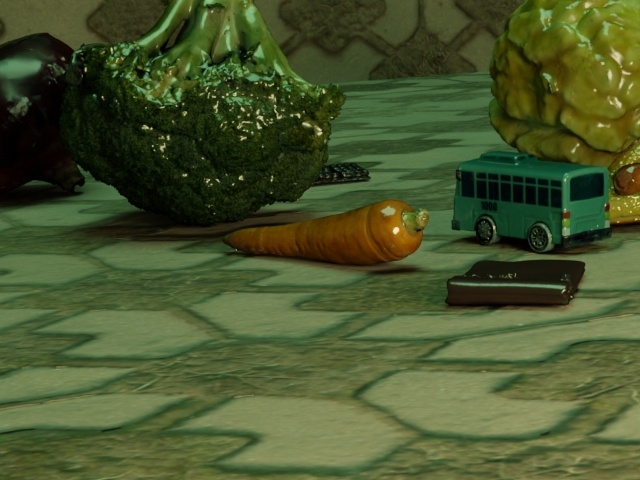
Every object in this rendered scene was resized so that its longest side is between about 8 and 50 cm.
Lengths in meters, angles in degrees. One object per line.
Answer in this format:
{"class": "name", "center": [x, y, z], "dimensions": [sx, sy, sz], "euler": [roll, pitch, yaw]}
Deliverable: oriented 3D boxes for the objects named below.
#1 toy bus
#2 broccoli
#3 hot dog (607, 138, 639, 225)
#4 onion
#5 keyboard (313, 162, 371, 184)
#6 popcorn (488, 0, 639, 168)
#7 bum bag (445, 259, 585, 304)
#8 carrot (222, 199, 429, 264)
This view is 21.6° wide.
{"class": "toy bus", "center": [0.212, -0.042, 1.706], "dimensions": [0.079, 0.092, 0.160], "euler": [-9, 12, -40]}
{"class": "broccoli", "center": [-0.129, -0.150, 1.916], "dimensions": [0.321, 0.283, 0.304], "euler": [7, -21, 4]}
{"class": "hot dog", "center": [0.383, -0.072, 1.827], "dimensions": [0.123, 0.093, 0.261], "euler": [7, 14, 42]}
{"class": "onion", "center": [-0.389, -0.152, 2.206], "dimensions": [0.219, 0.252, 0.252], "euler": [42, 4, -4]}
{"class": "keyboard", "center": [-0.051, -0.082, 2.202], "dimensions": [0.231, 0.023, 0.072], "euler": [-6, 13, -20]}
{"class": "popcorn", "center": [0.360, -0.215, 2.221], "dimensions": [0.247, 0.282, 0.282], "euler": [-1, 9, -22]}
{"class": "bum bag", "center": [0.176, 0.032, 1.484], "dimensions": [0.109, 0.026, 0.159], "euler": [-1, 10, 15]}
{"class": "carrot", "center": [0.000, 0.000, 1.656], "dimensions": [0.256, 0.061, 0.061], "euler": [-8, 5, 37]}
